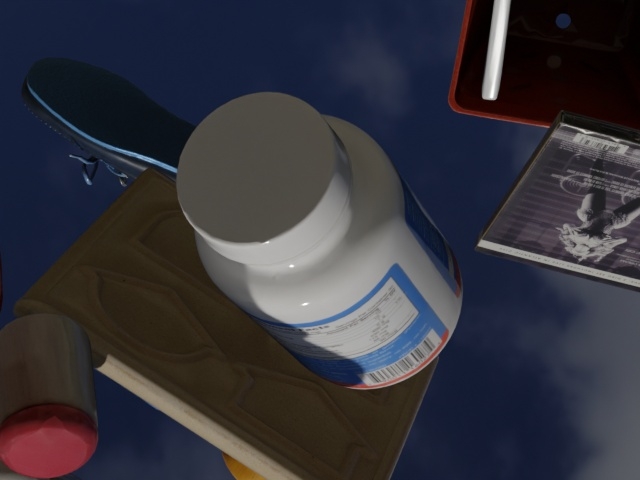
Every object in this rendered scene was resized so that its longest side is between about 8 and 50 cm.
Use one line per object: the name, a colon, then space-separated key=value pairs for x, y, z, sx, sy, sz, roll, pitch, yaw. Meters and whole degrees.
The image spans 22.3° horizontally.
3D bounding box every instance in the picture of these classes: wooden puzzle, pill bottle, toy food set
wooden puzzle: x=-0.073 y=0.095 z=1.379 sx=0.322 sy=0.080 sz=0.348 roll=33 pitch=-157 yaw=0
pill bottle: x=0.000 y=0.000 z=0.954 sx=0.124 sy=0.221 sz=0.124 roll=-7 pitch=-114 yaw=17
toy food set: x=-0.158 y=0.055 z=0.579 sx=0.111 sy=0.232 sz=0.104 roll=-28 pitch=-136 yaw=14

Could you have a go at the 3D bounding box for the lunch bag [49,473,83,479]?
lunch bag: x=-0.309 y=0.206 z=1.140 sx=0.256 sy=0.305 sz=0.212 roll=-7 pitch=-120 yaw=53

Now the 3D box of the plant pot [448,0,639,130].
plant pot: x=0.313 y=-0.295 z=1.998 sx=0.267 sy=0.267 sz=0.236 roll=10 pitch=-159 yaw=3

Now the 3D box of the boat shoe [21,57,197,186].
boat shoe: x=-0.188 y=-0.086 z=1.629 sx=0.258 sy=0.089 sz=0.109 roll=32 pitch=-129 yaw=-2

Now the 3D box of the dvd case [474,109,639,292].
dvd case: x=0.236 y=-0.026 z=1.324 sx=0.164 sy=0.221 sz=0.018 roll=14 pitch=-119 yaw=-6

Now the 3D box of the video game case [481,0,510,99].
video game case: x=0.187 y=-0.248 z=1.674 sx=0.019 sy=0.157 sz=0.143 roll=7 pitch=-138 yaw=5
